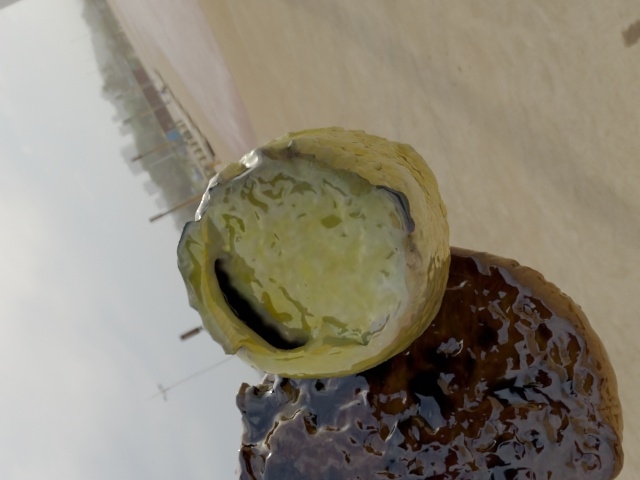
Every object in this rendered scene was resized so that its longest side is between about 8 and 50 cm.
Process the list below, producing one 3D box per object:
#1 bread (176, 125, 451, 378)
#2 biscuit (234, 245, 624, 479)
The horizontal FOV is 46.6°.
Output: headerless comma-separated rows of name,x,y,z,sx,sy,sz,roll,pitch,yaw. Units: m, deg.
bread,-0.001,0.003,0.542,0.197,0.197,0.170,62,-169,6
biscuit,0.080,0.162,0.622,0.081,0.334,0.289,35,-142,-56
